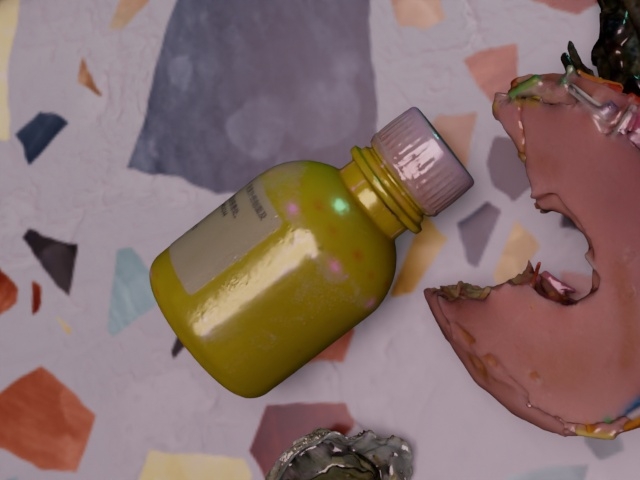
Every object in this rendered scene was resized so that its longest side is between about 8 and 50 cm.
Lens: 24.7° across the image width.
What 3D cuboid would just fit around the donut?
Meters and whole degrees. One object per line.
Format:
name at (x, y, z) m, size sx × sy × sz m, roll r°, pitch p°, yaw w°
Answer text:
donut at (0.174, 0.016, 0.916) m, size 0.199 × 0.085 × 0.232 m, roll 41°, pitch 127°, yaw 31°

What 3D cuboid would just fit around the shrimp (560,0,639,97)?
shrimp at (0.313, -0.045, 0.951) m, size 0.233 × 0.071 × 0.365 m, roll -26°, pitch 80°, yaw 1°

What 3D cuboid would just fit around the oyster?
oyster at (0.011, 0.169, 1.023) m, size 0.100 × 0.037 × 0.098 m, roll 16°, pitch 109°, yaw -7°

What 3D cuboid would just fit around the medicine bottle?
medicine bottle at (0.000, 0.000, 0.985) m, size 0.212 × 0.122 × 0.122 m, roll -38°, pitch 79°, yaw 8°
